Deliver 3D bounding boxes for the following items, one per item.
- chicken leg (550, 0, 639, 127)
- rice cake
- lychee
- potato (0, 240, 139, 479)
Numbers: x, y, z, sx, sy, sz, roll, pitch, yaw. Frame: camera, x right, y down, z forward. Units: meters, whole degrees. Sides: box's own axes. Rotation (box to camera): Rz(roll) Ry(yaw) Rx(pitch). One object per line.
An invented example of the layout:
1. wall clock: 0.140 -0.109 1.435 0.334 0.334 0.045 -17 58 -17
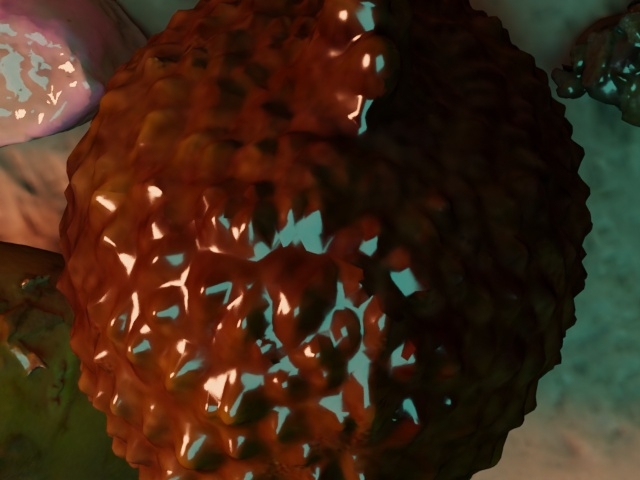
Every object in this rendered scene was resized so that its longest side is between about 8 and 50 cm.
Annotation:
1. chicken leg: 0.182 -0.013 0.528 0.125 0.080 0.196 -24 108 29
2. rice cake: -0.265 -0.040 0.572 0.399 0.070 0.064 -11 109 10
3. lychee: 0.000 0.000 0.486 0.200 0.200 0.238 9 134 3
4. potato: -0.124 0.074 0.578 0.137 0.137 0.176 -9 133 11
